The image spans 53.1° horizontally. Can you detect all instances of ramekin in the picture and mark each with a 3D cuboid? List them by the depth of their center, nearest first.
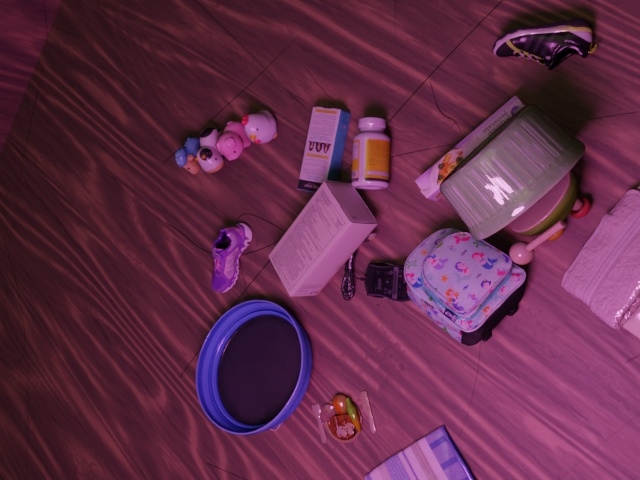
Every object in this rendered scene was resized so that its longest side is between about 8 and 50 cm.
[{"bbox_3d":[0.404,-0.155,1.398,0.148,0.303,0.303,47,115,1],"label":"ramekin"}]

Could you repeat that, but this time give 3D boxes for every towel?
[{"bbox_3d":[0.642,0.030,1.345,0.282,0.049,0.187,-60,26,16],"label":"towel"},{"bbox_3d":[0.261,0.630,1.633,0.285,0.034,0.209,-42,63,23],"label":"towel"}]

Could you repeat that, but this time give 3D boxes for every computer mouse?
[{"bbox_3d":[0.167,0.071,1.720,0.262,0.060,0.183,-4,85,43],"label":"computer mouse"}]

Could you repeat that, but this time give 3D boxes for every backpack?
[{"bbox_3d":[0.325,0.091,1.515,0.225,0.191,0.253,-42,54,-12],"label":"backpack"}]

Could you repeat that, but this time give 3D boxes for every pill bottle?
[{"bbox_3d":[0.137,-0.233,1.728,0.103,0.103,0.184,1,88,35],"label":"pill bottle"}]

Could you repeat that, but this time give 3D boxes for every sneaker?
[{"bbox_3d":[0.515,-0.445,1.491,0.235,0.084,0.097,-3,87,34],"label":"sneaker"},{"bbox_3d":[-0.304,0.053,2.014,0.095,0.105,0.236,28,104,31],"label":"sneaker"}]

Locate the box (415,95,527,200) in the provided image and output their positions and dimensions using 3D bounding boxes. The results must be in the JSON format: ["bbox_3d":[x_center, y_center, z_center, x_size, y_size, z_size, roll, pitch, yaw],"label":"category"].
[{"bbox_3d":[0.379,-0.221,1.583,0.324,0.067,0.063,-41,67,25],"label":"box"}]

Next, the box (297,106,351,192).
[{"bbox_3d":[0.011,-0.255,1.841,0.101,0.060,0.244,14,95,35],"label":"box"}]

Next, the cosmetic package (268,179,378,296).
[{"bbox_3d":[0.000,0.000,1.765,0.309,0.113,0.160,-50,56,32],"label":"cosmetic package"}]

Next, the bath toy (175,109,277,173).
[{"bbox_3d":[-0.295,-0.311,2.016,0.348,0.129,0.151,-16,78,32],"label":"bath toy"}]

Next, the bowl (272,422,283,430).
[{"bbox_3d":[-0.146,0.476,1.909,0.142,0.053,0.142,23,101,33],"label":"bowl"}]

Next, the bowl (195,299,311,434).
[{"bbox_3d":[-0.194,0.370,1.880,0.391,0.077,0.390,-14,64,30],"label":"bowl"}]

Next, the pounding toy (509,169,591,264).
[{"bbox_3d":[0.524,-0.047,1.430,0.110,0.236,0.183,34,140,-10],"label":"pounding toy"}]

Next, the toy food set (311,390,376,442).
[{"bbox_3d":[0.056,0.495,1.777,0.192,0.039,0.132,-24,74,31],"label":"toy food set"}]

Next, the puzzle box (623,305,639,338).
[{"bbox_3d":[0.802,0.060,1.282,0.272,0.052,0.408,41,110,30],"label":"puzzle box"}]
